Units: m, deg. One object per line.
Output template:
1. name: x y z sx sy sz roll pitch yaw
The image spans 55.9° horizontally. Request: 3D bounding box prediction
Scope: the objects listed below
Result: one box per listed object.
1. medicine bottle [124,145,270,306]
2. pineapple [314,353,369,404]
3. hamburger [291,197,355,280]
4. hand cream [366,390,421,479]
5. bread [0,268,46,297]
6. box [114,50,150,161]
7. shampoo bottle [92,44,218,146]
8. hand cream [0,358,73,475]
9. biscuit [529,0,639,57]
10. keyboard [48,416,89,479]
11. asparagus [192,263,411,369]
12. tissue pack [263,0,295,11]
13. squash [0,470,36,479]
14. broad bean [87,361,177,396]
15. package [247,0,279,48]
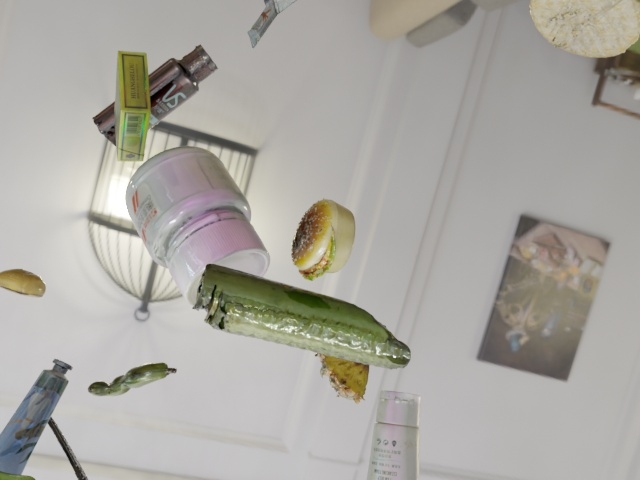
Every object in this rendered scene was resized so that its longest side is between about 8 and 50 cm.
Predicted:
1. medicine bottle: -0.264 -0.029 1.316 0.241 0.241 0.302 10 -141 -55
2. pineapple: 0.042 0.331 1.581 0.139 0.164 0.250 19 -136 -8
3. hamburger: 0.000 0.000 0.999 0.081 0.141 0.126 13 168 -23
4. hand cream: 0.110 0.390 0.908 0.111 0.312 0.070 -1 161 29
5. bread: -0.702 0.095 1.415 0.115 0.056 0.082 14 172 24
6. box: -0.402 -0.277 1.279 0.064 0.141 0.220 -2 160 -23
7. shampoo bottle: -0.403 -0.359 1.500 0.084 0.323 0.129 55 -179 24
8. hand cream: -0.602 0.378 1.247 0.091 0.271 0.058 38 154 -30
9. biscuit: 0.512 -0.433 1.170 0.219 0.033 0.220 30 166 8
10. keyboard: -0.550 0.484 1.335 0.017 0.087 0.250 -32 -127 -25
11. asparagus: -0.032 0.136 1.042 0.381 0.108 0.128 15 177 1
12. tissue pack: -0.083 -0.584 1.334 0.051 0.112 0.156 35 -150 -49
13. squash: -0.571 0.444 1.117 0.089 0.027 0.027 11 -176 -3
14. broad bean: -0.435 0.321 1.401 0.213 0.048 0.070 -18 158 6
15. package: -0.101 -0.391 1.078 0.015 0.110 0.037 11 149 24
